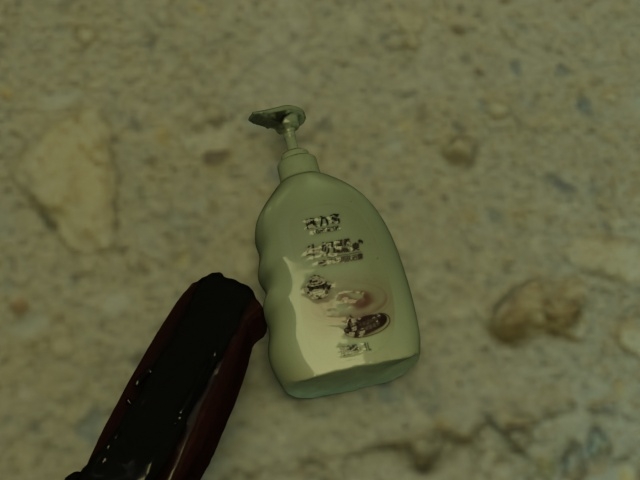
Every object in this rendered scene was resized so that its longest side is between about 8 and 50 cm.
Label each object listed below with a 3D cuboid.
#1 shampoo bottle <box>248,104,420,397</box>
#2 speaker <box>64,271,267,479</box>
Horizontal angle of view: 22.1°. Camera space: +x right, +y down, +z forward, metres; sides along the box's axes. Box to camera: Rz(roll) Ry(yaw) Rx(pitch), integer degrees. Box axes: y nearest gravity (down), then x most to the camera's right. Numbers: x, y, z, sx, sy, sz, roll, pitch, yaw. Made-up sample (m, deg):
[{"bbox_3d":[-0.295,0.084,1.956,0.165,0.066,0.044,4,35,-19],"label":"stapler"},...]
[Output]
[{"bbox_3d":[0.000,0.000,0.831,0.077,0.045,0.152,-10,68,-9],"label":"shampoo bottle"},{"bbox_3d":[-0.043,0.159,0.685,0.329,0.198,0.259,23,91,12],"label":"speaker"}]
